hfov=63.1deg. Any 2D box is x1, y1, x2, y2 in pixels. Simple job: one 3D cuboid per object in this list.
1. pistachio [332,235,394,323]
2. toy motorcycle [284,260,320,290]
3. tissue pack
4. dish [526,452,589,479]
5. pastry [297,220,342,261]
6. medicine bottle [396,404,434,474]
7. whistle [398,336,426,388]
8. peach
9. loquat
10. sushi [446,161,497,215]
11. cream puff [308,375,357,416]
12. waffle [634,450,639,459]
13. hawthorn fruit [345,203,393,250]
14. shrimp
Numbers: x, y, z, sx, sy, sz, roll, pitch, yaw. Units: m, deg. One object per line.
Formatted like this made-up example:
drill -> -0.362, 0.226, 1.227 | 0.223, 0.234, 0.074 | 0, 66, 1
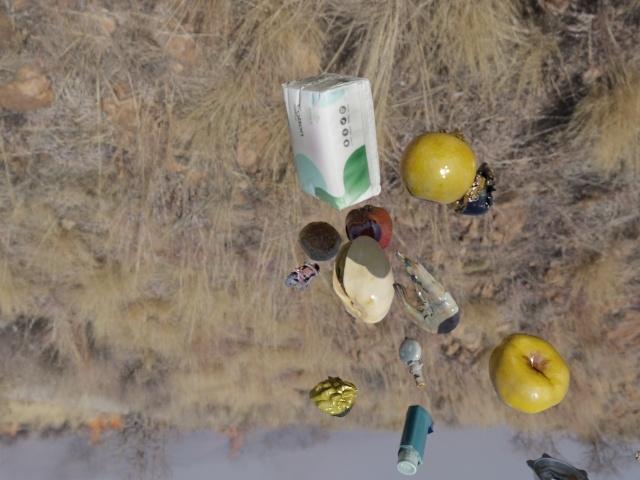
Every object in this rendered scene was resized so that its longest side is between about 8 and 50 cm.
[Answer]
pistachio -> 0.165, 0.145, 1.924 | 0.238, 0.321, 0.229 | -2, 166, -36
toy motorcycle -> -0.068, 0.137, 2.069 | 0.118, 0.084, 0.212 | -52, 159, 10
tissue pack -> 0.033, -0.300, 1.558 | 0.193, 0.266, 0.357 | -23, 120, -23
dish -> 0.862, 0.877, 1.865 | 0.227, 0.086, 0.236 | -3, -158, -39
pastry -> 0.000, 0.000, 2.407 | 0.182, 0.192, 0.093 | -33, 161, -20
medicine bottle -> 0.313, 0.662, 1.732 | 0.079, 0.124, 0.258 | -10, -156, 26
whistle -> 0.370, 0.475, 2.049 | 0.057, 0.220, 0.107 | 22, 128, -33
peach -> 0.459, 0.291, 1.155 | 0.179, 0.179, 0.103 | -2, 147, -14
loquat -> 0.405, -0.258, 1.788 | 0.274, 0.275, 0.275 | -7, 158, -3
sushi -> 0.540, -0.203, 1.984 | 0.204, 0.213, 0.200 | -6, 133, -15
cream puff -> 0.042, 0.489, 1.661 | 0.146, 0.116, 0.146 | 28, 180, 0
waffle -> 0.889, 0.571, 1.393 | 0.092, 0.021, 0.135 | -17, 148, 24
hawthorn fruit -> 0.204, -0.021, 2.185 | 0.208, 0.248, 0.208 | -8, -162, 3
shrimp -> 0.257, 0.141, 1.364 | 0.145, 0.254, 0.059 | -44, 180, 40
